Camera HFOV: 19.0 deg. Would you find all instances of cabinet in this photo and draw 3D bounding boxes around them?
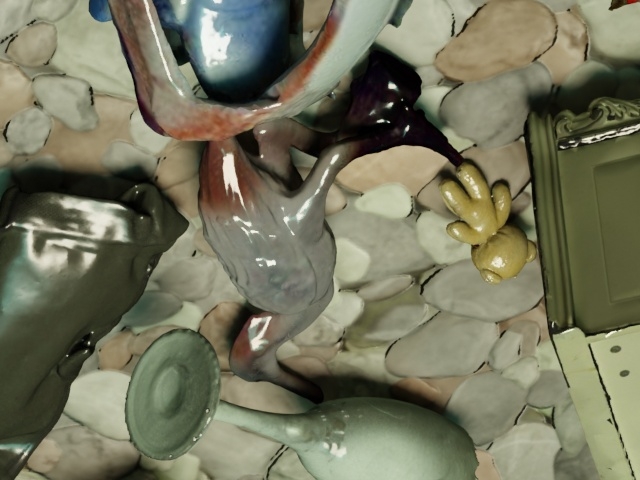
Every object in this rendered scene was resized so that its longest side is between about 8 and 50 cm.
[{"bbox_3d":[0.338,0.039,1.378,0.318,0.227,0.290,-14,133,13],"label":"cabinet"}]

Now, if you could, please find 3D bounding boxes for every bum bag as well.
[{"bbox_3d":[-0.228,0.070,1.432,0.142,0.080,0.326,22,116,-33],"label":"bum bag"}]

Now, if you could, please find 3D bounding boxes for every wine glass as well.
[{"bbox_3d":[-0.029,0.231,1.468,0.309,0.096,0.264,22,82,-44],"label":"wine glass"}]

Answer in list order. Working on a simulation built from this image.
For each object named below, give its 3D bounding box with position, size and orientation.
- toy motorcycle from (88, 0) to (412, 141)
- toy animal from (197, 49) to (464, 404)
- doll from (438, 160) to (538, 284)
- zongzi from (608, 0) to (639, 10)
[{"bbox_3d":[-0.036,-0.224,1.183,0.241,0.182,0.319,15,126,12],"label":"toy motorcycle"},{"bbox_3d":[-0.024,0.008,1.415,0.195,0.090,0.324,6,126,-27],"label":"toy animal"},{"bbox_3d":[0.128,-0.014,1.454,0.061,0.051,0.093,-39,132,-17],"label":"doll"},{"bbox_3d":[0.249,-0.189,1.337,0.083,0.073,0.067,-2,108,-11],"label":"zongzi"}]
